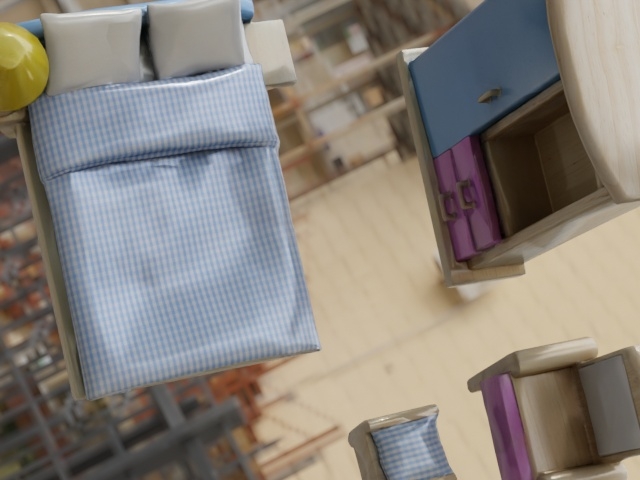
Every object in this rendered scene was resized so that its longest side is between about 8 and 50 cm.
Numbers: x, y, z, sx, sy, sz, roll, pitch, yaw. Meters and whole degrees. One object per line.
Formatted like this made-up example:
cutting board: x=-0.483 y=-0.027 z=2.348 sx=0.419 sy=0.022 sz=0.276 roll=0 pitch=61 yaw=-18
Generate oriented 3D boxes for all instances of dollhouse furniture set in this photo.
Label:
dollhouse furniture set: x=0.000 y=0.000 z=0.793 sx=0.198 sy=0.303 sz=0.286 roll=144 pitch=-65 yaw=-67
